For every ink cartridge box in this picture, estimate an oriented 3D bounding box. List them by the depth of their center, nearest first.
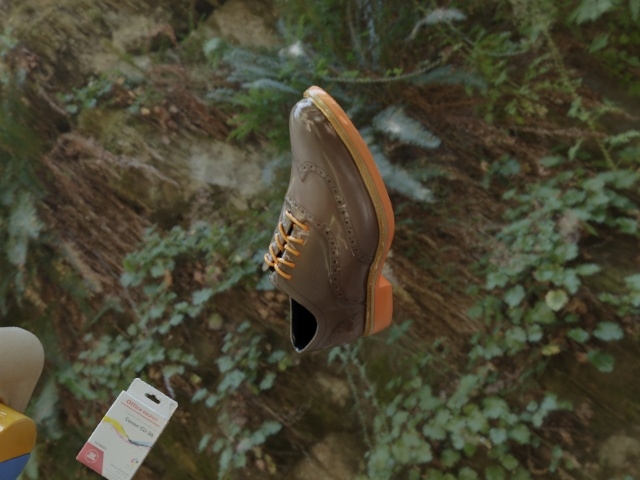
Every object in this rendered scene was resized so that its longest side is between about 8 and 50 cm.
[{"bbox_3d":[-0.388,0.387,1.550,0.198,0.115,0.067,-58,1,-21],"label":"ink cartridge box"}]

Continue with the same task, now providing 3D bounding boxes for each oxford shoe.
[{"bbox_3d":[0.000,0.000,0.873,0.132,0.130,0.364,-25,-49,-17],"label":"oxford shoe"}]

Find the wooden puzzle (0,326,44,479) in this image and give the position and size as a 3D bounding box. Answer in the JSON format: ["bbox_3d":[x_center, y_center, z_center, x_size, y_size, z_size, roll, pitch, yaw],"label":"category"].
[{"bbox_3d":[-0.375,0.255,0.675,0.322,0.080,0.348,25,-97,-77],"label":"wooden puzzle"}]
